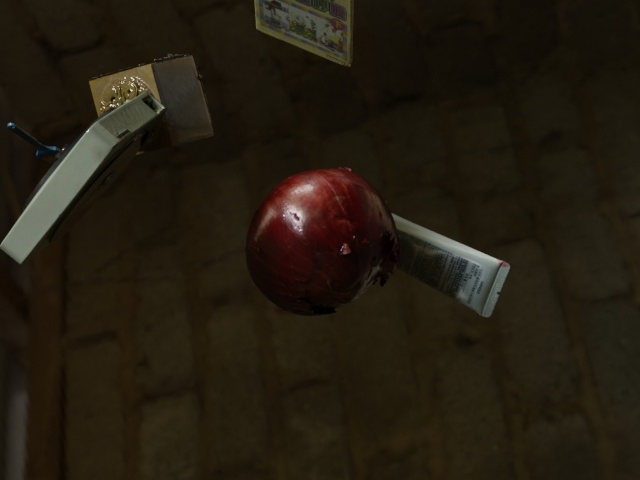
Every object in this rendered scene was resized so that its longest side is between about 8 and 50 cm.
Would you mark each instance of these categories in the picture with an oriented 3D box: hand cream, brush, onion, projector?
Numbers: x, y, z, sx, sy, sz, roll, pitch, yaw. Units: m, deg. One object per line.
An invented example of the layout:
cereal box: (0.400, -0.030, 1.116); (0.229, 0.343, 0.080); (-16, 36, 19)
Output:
hand cream: (0.179, 0.019, 2.398); (0.078, 0.340, 0.124); (-43, -25, -54)
brush: (-0.573, -0.196, 2.627); (0.164, 0.051, 0.014); (41, -139, -54)
onion: (0.000, 0.000, 2.264); (0.276, 0.276, 0.276); (-14, -90, -82)
projector: (-0.366, -0.105, 2.007); (0.079, 0.259, 0.257); (40, -159, -3)

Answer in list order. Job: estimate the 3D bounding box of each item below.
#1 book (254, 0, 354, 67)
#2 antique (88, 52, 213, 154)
book: (-0.026, -0.347, 1.927); (0.013, 0.168, 0.192); (-57, -18, -28)
antique: (-0.286, -0.223, 2.186); (0.148, 0.146, 0.152); (-25, -78, -55)
